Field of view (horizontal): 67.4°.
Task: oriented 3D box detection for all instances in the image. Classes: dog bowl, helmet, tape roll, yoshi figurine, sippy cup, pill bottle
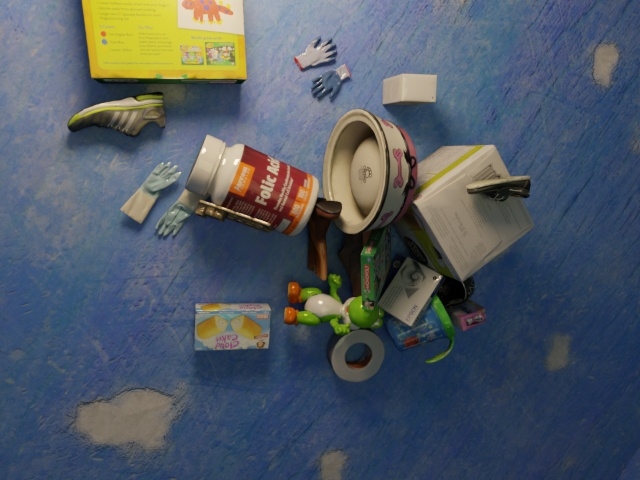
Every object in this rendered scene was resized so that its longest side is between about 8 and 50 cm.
[{"bbox_3d":[0.162,-0.221,1.594,0.150,0.408,0.408,0,102,-27],"label":"dog bowl"},{"bbox_3d":[0.520,0.177,1.880,0.161,0.169,0.169,-31,108,11],"label":"helmet"},{"bbox_3d":[0.138,0.440,1.883,0.219,0.072,0.219,-3,102,-14],"label":"tape roll"},{"bbox_3d":[0.056,0.239,1.709,0.362,0.203,0.203,8,109,-2],"label":"yoshi figurine"},{"bbox_3d":[0.363,0.308,1.849,0.224,0.305,0.240,-27,137,3],"label":"sippy cup"},{"bbox_3d":[-0.222,-0.181,1.574,0.392,0.224,0.224,22,95,-19],"label":"pill bottle"}]

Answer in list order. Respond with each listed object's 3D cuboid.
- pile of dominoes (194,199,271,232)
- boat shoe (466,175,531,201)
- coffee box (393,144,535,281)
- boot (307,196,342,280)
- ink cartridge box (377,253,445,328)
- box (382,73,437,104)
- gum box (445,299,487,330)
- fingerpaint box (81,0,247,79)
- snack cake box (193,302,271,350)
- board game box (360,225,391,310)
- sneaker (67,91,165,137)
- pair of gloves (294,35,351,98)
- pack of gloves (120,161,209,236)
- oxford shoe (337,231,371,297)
[{"bbox_3d":[-0.279,-0.060,1.567,0.251,0.196,0.040,19,82,2],"label":"pile of dominoes"},{"bbox_3d":[0.567,-0.160,1.518,0.233,0.084,0.079,-7,100,-20],"label":"boat shoe"},{"bbox_3d":[0.466,-0.110,1.718,0.338,0.334,0.337,-36,108,-9],"label":"coffee box"},{"bbox_3d":[0.000,0.000,1.654,0.096,0.264,0.280,-3,101,-25],"label":"boot"},{"bbox_3d":[0.310,0.177,1.787,0.223,0.224,0.045,-57,144,-5],"label":"ink cartridge box"},{"bbox_3d":[0.308,-0.525,1.677,0.130,0.170,0.091,-3,102,-16],"label":"box"},{"bbox_3d":[0.564,0.285,1.906,0.107,0.188,0.062,-20,106,-10],"label":"gum box"},{"bbox_3d":[-0.460,-0.668,1.441,0.445,0.163,0.371,-5,104,-15],"label":"fingerpaint box"},{"bbox_3d":[-0.317,0.307,1.722,0.264,0.089,0.152,1,100,-15],"label":"snack cake box"},{"bbox_3d":[0.199,0.067,1.680,0.046,0.317,0.213,5,118,17],"label":"board game box"},{"bbox_3d":[-0.624,-0.373,1.490,0.300,0.111,0.121,-16,109,-9],"label":"sneaker"},{"bbox_3d":[0.011,-0.595,1.661,0.159,0.023,0.198,-32,107,-5],"label":"pair of gloves"},{"bbox_3d":[-0.514,-0.138,1.611,0.195,0.046,0.232,40,92,-30],"label":"pack of gloves"},{"bbox_3d":[0.135,0.082,1.804,0.133,0.130,0.363,8,109,16],"label":"oxford shoe"}]
